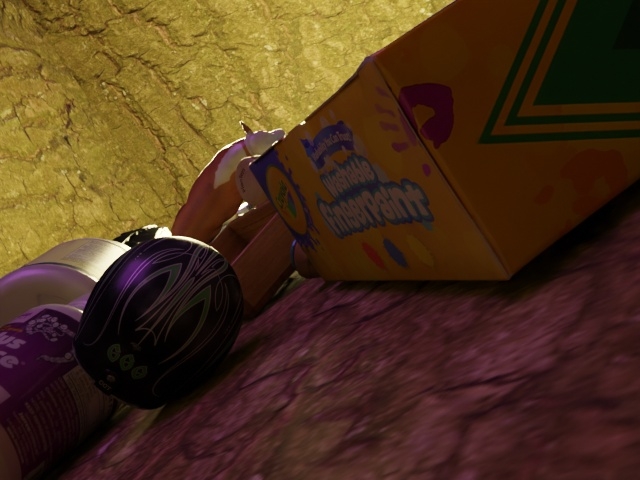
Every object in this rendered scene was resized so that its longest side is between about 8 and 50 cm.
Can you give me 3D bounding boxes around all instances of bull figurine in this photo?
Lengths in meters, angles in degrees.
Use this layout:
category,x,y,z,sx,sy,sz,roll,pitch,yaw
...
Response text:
category,x,y,z,sx,sy,sz,roll,pitch,yaw
bull figurine,-0.179,-0.109,1.615,0.310,0.101,0.188,-49,-2,11

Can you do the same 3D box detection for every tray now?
category,x,y,z,sx,sy,sz,roll,pitch,yaw
tray,-0.120,0.033,1.258,0.202,0.076,0.411,-50,10,-20

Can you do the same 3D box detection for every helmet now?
category,x,y,z,sx,sy,sz,roll,pitch,yaw
helmet,-0.160,0.076,0.861,0.161,0.169,0.169,-49,3,10

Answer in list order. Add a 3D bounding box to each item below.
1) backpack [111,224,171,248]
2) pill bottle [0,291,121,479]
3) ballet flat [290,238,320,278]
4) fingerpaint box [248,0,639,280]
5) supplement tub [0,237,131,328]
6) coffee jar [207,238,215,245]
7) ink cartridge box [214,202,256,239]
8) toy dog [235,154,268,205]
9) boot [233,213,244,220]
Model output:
category,x,y,z,sx,sy,sz,roll,pitch,yaw
backpack,-0.398,0.098,1.730,0.290,0.273,0.355,-34,26,6
pill bottle,-0.335,0.176,0.965,0.169,0.169,0.301,-31,7,32
ballet flat,0.041,-0.012,1.006,0.073,0.080,0.232,0,24,24
fingerpaint box,0.161,-0.126,0.715,0.371,0.163,0.445,-35,5,-14
supplement tub,-0.400,0.124,1.364,0.235,0.235,0.325,-34,8,6
coffee jar,-0.170,0.029,1.614,0.079,0.096,0.184,-43,3,15
ink cartridge box,-0.128,-0.064,2.050,0.273,0.114,0.197,-33,7,1
toy dog,0.009,-0.080,1.317,0.220,0.160,0.334,-18,9,-21
boot,-0.140,-0.022,1.818,0.082,0.106,0.219,-33,6,12
